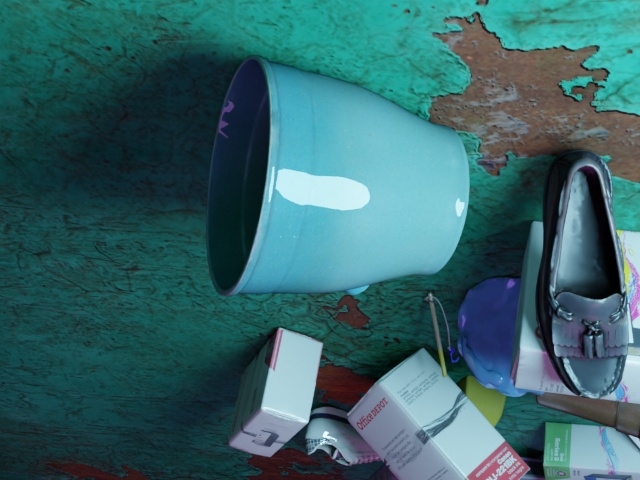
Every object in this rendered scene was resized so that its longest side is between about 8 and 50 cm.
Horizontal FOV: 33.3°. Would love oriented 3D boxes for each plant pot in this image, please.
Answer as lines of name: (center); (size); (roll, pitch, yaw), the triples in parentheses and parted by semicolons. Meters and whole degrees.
plant pot: (0.420, 0.203, 1.620); (0.165, 0.167, 0.167); (11, 150, 19)
plant pot: (0.022, -0.058, 1.241); (0.255, 0.271, 0.271); (7, 152, -19)
plant pot: (0.273, 0.298, 1.883); (0.081, 0.083, 0.081); (19, 149, -11)

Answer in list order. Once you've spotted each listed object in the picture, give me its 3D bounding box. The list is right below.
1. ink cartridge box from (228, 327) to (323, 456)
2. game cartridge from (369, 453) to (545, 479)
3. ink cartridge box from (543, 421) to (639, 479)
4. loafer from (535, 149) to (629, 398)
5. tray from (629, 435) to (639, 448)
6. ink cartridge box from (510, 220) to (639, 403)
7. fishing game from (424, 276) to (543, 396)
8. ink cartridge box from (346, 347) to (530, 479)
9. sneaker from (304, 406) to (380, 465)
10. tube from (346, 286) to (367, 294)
ink cartridge box: (-0.082, 0.273, 1.894); (0.092, 0.158, 0.218); (20, 149, -13)
game cartridge: (0.296, 0.476, 2.146); (0.355, 0.068, 0.230); (8, 154, -14)
ink cartridge box: (0.521, 0.409, 1.969); (0.212, 0.093, 0.154); (0, 147, 15)
loafer: (0.308, 0.044, 1.259); (0.109, 0.302, 0.095); (-4, -177, 8)
tray: (0.621, 0.362, 1.804); (0.270, 0.030, 0.145); (49, 146, 4)
ink cartridge box: (0.399, 0.098, 1.398); (0.278, 0.201, 0.117); (6, 148, 10)
fishing game: (0.288, 0.142, 1.587); (0.264, 0.189, 0.041); (-12, -174, 35)
ink cartridge box: (0.194, 0.345, 1.833); (0.273, 0.114, 0.197); (48, 150, 11)
sneaker: (0.080, 0.406, 2.117); (0.235, 0.095, 0.090); (16, 147, -12)
tube: (0.000, 0.000, 1.534); (0.080, 0.052, 0.207); (-17, 134, 32)
